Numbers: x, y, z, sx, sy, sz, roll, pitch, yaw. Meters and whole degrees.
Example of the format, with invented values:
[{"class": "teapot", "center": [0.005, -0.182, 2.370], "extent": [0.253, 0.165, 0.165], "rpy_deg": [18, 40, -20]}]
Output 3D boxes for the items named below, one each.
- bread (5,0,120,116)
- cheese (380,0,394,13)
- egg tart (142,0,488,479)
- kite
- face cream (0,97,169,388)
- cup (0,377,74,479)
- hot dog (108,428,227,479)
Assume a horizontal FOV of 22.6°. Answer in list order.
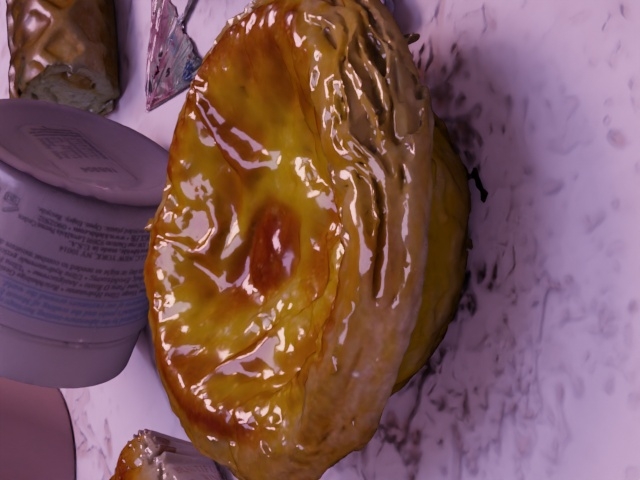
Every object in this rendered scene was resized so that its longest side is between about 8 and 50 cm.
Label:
[{"class": "bread", "center": [-0.222, -0.225, 1.346], "extent": [0.087, 0.098, 0.269], "rpy_deg": [-15, 63, 12]}, {"class": "cheese", "center": [0.001, -0.196, 1.018], "extent": [0.105, 0.042, 0.191], "rpy_deg": [-41, 51, 49]}, {"class": "egg tart", "center": [0.000, 0.000, 0.908], "extent": [0.295, 0.116, 0.295], "rpy_deg": [-14, 73, 55]}, {"class": "kite", "center": [-0.109, -0.163, 1.223], "extent": [0.157, 0.011, 0.139], "rpy_deg": [-63, 38, 29]}, {"class": "face cream", "center": [-0.197, -0.002, 1.167], "extent": [0.177, 0.177, 0.153], "rpy_deg": [50, 123, 51]}, {"class": "cup", "center": [-0.346, 0.189, 1.346], "extent": [0.253, 0.200, 0.191], "rpy_deg": [33, 111, 57]}, {"class": "hot dog", "center": [-0.087, 0.241, 1.031], "extent": [0.144, 0.075, 0.268], "rpy_deg": [-64, 37, 27]}]
